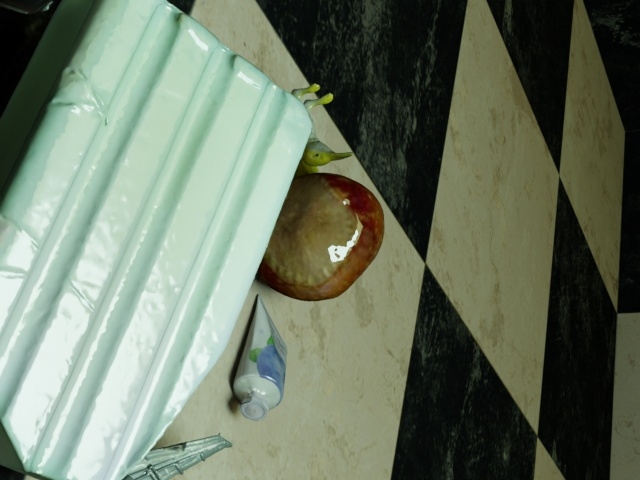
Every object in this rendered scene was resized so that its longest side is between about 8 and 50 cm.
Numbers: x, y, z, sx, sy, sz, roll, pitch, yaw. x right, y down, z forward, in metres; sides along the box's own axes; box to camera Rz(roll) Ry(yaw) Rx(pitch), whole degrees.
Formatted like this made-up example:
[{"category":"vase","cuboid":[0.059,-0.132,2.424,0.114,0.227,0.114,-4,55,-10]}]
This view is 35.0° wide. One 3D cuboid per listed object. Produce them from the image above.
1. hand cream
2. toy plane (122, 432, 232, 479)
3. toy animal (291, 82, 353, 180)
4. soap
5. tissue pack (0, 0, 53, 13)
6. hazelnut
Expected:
[{"category":"hand cream","cuboid":[-0.059,0.132,1.091,0.142,0.053,0.084,-76,148,-52]},{"category":"toy plane","cuboid":[-0.162,0.225,0.856,0.226,0.058,0.226,-48,130,-35]},{"category":"toy animal","cuboid":[-0.022,-0.127,1.109,0.219,0.155,0.095,33,66,-48]},{"category":"soap","cuboid":[-0.156,0.004,0.754,0.208,0.115,0.347,33,67,-34]},{"category":"tissue pack","cuboid":[-0.285,-0.260,0.505,0.370,0.198,0.210,7,96,-63]},{"category":"hazelnut","cuboid":[0.000,0.000,1.109,0.143,0.154,0.143,50,5,-6]}]
